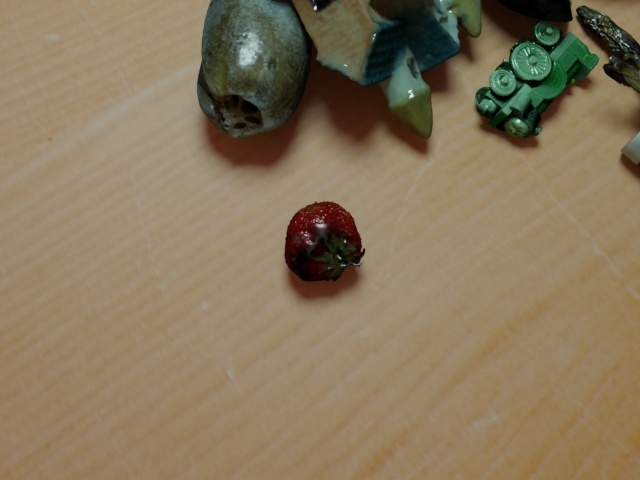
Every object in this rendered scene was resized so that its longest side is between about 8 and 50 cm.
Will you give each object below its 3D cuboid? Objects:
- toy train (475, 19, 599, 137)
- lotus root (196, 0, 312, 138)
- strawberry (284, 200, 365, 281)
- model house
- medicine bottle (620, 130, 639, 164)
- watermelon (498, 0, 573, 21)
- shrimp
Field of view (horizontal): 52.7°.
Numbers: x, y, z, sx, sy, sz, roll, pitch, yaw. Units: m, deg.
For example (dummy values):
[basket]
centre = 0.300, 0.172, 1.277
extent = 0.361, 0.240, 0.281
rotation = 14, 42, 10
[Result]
[toy train]
centre = 0.290, -0.218, 0.883
extent = 0.105, 0.071, 0.178
rotation = 42, 75, 0
[lotus root]
centre = -0.077, -0.285, 0.852
extent = 0.140, 0.158, 0.322
rotation = 9, 65, -9
[strawberry]
centre = -0.001, -0.001, 0.797
extent = 0.106, 0.106, 0.106
rotation = 0, 72, -1
[model house]
centre = 0.104, -0.291, 0.809
extent = 0.194, 0.267, 0.324
rotation = -19, 100, 34
[medicine bottle]
centre = 0.490, -0.087, 0.834
extent = 0.086, 0.086, 0.183
rotation = -41, 77, -13
[watermelon]
centre = 0.267, -0.364, 0.881
extent = 0.145, 0.193, 0.137
rotation = 1, 94, 22
[shrimp]
centre = 0.399, -0.255, 0.877
extent = 0.148, 0.035, 0.195
rotation = -19, 67, -44
